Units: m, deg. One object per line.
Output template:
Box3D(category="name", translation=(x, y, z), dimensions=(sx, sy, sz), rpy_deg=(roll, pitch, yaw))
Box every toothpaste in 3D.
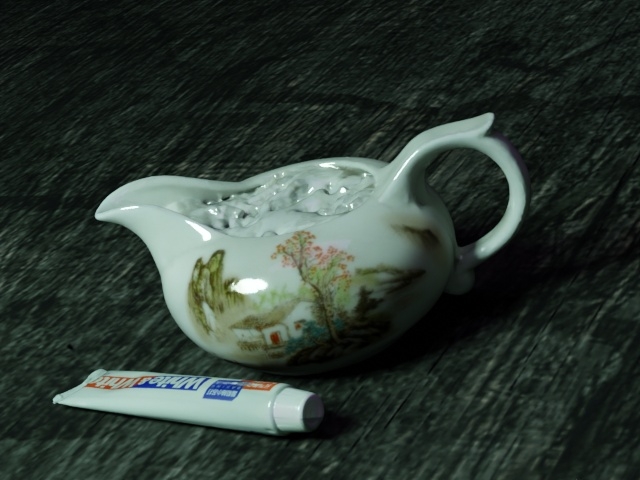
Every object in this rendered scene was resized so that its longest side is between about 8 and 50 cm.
Box3D(category="toothpaste", translation=(-0.089, 0.105, 1.032), dimensions=(0.218, 0.033, 0.052), rpy_deg=(1, 23, 40))

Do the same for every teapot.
Box3D(category="teapot", translation=(0.000, 0.000, 1.079), dimensions=(0.298, 0.139, 0.204), rpy_deg=(-12, 22, 7))
